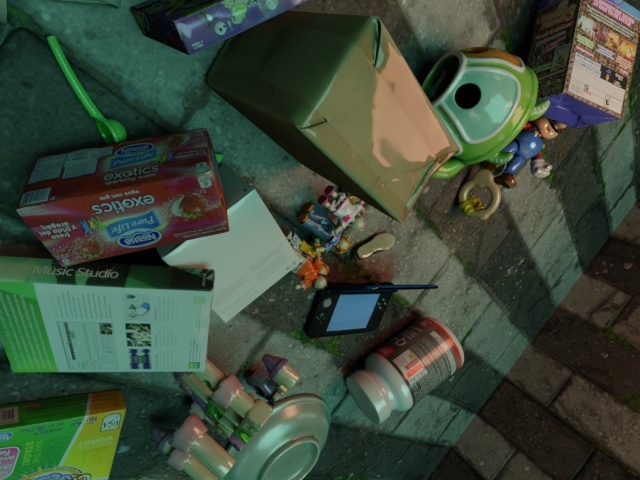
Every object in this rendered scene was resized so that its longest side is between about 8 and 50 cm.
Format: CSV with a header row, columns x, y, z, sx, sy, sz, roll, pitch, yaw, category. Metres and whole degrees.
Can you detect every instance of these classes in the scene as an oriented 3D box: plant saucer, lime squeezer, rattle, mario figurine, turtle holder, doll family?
x,y,z,sx,sy,sz,roll,pitch,yaw,category
-0.114,0.674,1.256,0.401,0.101,0.399,-19,126,-29,plant saucer
-0.301,-0.174,0.648,0.310,0.059,0.109,34,93,-43,lime squeezer
0.524,-0.165,1.247,0.143,0.130,0.199,4,107,-36,rattle
0.660,-0.314,1.222,0.320,0.170,0.198,-48,150,1,mario figurine
0.340,-0.310,0.972,0.228,0.243,0.320,20,142,-28,turtle holder
0.000,0.000,0.956,0.163,0.118,0.262,42,76,-31,doll family

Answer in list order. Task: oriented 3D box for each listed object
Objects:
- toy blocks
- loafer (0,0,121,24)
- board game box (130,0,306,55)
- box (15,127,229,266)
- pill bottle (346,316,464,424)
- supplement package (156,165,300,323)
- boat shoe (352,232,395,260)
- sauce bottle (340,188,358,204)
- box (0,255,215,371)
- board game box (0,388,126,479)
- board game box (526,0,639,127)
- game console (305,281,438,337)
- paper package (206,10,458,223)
x,y,z,sx,sy,sz,roll,pitch,yaw,category
-0.239,0.342,0.914,0.309,0.260,0.288,-45,169,-41,toy blocks
-0.398,-0.308,0.456,0.320,0.112,0.111,-23,118,-27,loafer
-0.086,-0.378,0.590,0.347,0.208,0.056,-34,131,-16,board game box
-0.281,-0.069,0.609,0.257,0.128,0.122,-13,137,-8,box
0.281,0.431,1.340,0.363,0.210,0.210,-28,129,-22,pill bottle
-0.185,0.006,0.775,0.194,0.149,0.203,-39,132,-12,supplement package
0.148,0.019,1.116,0.137,0.049,0.043,-26,170,-27,boat shoe
0.070,-0.112,0.978,0.042,0.042,0.128,-27,131,-23,sauce bottle
-0.351,0.136,0.676,0.323,0.058,0.232,5,129,-16,box
-0.558,0.465,0.814,0.243,0.064,0.316,6,111,-40,board game box
0.697,-0.485,1.078,0.232,0.141,0.290,11,90,-22,board game box
0.143,0.197,1.124,0.293,0.173,0.249,5,111,-39,game console
0.016,-0.214,0.684,0.310,0.325,0.168,33,93,-45,paper package
